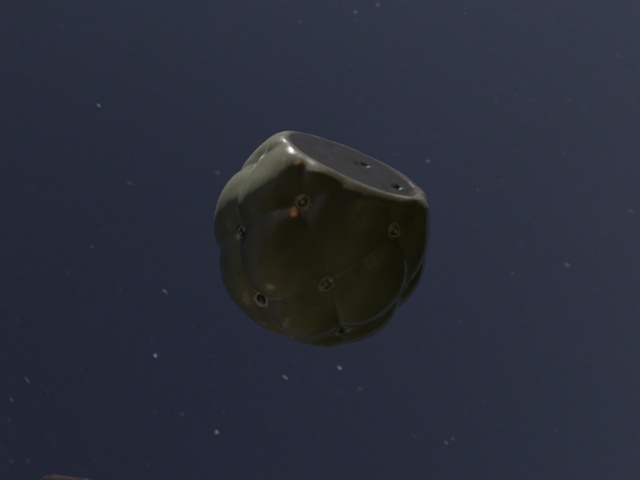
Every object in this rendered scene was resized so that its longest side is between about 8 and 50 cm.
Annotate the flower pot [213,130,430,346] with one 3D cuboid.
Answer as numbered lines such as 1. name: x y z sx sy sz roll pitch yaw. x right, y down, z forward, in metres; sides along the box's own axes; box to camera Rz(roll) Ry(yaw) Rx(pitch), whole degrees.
1. flower pot: 0.000 0.000 1.021 0.246 0.246 0.195 10 -69 -40

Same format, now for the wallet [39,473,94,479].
1. wallet: -0.310 0.393 1.193 0.042 0.309 0.165 38 -122 -37
